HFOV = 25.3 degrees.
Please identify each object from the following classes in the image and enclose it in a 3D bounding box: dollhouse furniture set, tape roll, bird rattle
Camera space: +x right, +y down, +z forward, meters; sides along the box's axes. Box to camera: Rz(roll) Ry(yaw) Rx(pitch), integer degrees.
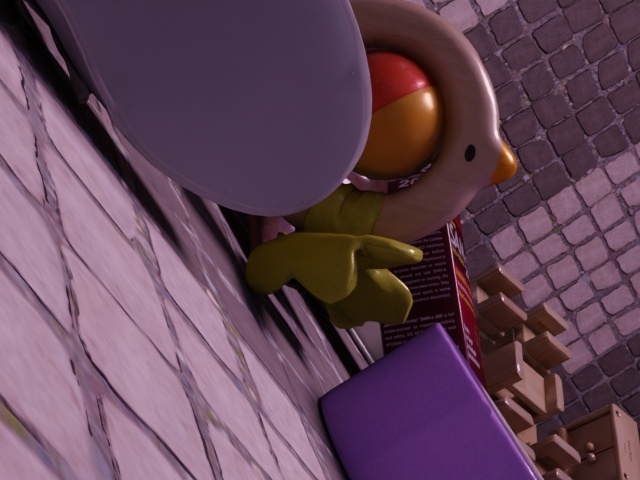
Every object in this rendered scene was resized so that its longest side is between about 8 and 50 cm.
[{"bbox_3d":[0.179,0.189,1.390,0.242,0.161,0.212,39,36,-30],"label":"dollhouse furniture set"},{"bbox_3d":[0.110,0.187,0.861,0.275,0.090,0.275,57,2,-3],"label":"tape roll"},{"bbox_3d":[0.009,-0.071,0.925,0.253,0.207,0.143,63,0,18],"label":"bird rattle"}]

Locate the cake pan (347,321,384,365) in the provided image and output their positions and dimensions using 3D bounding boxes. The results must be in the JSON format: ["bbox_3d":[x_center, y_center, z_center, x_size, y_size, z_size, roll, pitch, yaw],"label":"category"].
[{"bbox_3d":[0.069,0.092,1.521,0.293,0.054,0.293,57,3,-5],"label":"cake pan"}]

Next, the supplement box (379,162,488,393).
[{"bbox_3d":[0.091,0.061,1.203,0.130,0.073,0.239,48,32,-71],"label":"supplement box"}]

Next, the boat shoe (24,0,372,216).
[{"bbox_3d":[-0.117,-0.166,0.691,0.367,0.136,0.156,44,6,-31],"label":"boat shoe"}]

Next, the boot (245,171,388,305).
[{"bbox_3d":[-0.045,-0.071,1.030,0.248,0.090,0.207,27,38,-29],"label":"boot"}]

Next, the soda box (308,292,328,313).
[{"bbox_3d":[0.000,0.000,1.230,0.074,0.069,0.216,58,4,25],"label":"soda box"}]
